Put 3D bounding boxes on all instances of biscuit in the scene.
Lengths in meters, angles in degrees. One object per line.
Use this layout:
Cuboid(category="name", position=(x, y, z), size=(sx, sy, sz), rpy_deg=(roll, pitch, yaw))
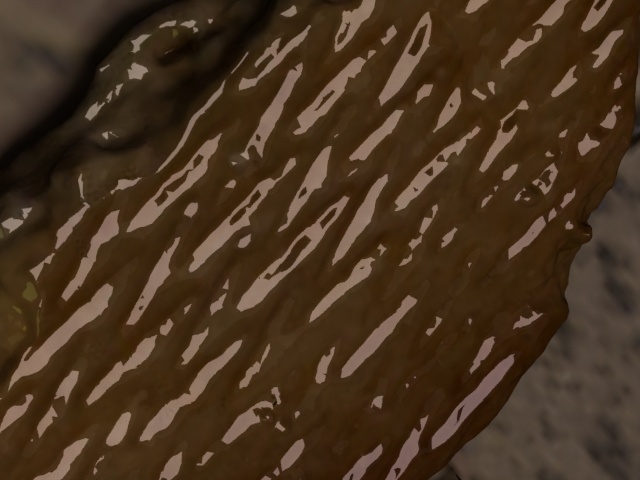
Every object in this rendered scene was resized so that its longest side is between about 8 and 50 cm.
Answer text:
Cuboid(category="biscuit", position=(-0.001, 0.000, 0.474), size=(0.224, 0.033, 0.144), rpy_deg=(-47, 126, -4))
